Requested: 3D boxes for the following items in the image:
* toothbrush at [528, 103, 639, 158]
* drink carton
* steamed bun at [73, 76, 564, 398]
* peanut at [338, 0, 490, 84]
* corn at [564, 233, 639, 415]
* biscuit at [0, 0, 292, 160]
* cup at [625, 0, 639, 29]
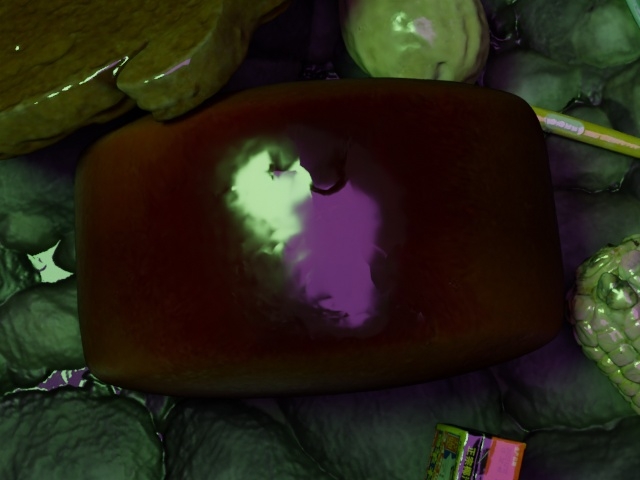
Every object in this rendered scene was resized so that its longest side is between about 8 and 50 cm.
[{"bbox_3d":[0.288,-0.076,1.031,0.288,0.024,0.021,17,86,0],"label":"toothbrush"},{"bbox_3d":[0.119,0.183,0.926,0.056,0.165,0.071,11,84,-1],"label":"drink carton"},{"bbox_3d":[0.000,0.000,0.902,0.379,0.248,0.235,-4,85,-3],"label":"steamed bun"},{"bbox_3d":[0.056,-0.230,0.999,0.124,0.123,0.256,-20,74,-4],"label":"peanut"},{"bbox_3d":[0.329,0.139,0.964,0.127,0.126,0.335,-38,88,-5],"label":"corn"},{"bbox_3d":[-0.145,-0.196,0.926,0.394,0.070,0.350,-28,45,1],"label":"biscuit"},{"bbox_3d":[0.423,-0.246,0.970,0.311,0.331,0.257,-27,51,-3],"label":"cup"}]
